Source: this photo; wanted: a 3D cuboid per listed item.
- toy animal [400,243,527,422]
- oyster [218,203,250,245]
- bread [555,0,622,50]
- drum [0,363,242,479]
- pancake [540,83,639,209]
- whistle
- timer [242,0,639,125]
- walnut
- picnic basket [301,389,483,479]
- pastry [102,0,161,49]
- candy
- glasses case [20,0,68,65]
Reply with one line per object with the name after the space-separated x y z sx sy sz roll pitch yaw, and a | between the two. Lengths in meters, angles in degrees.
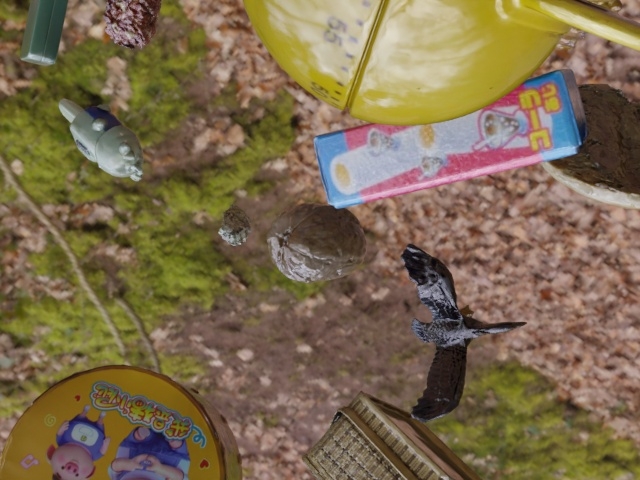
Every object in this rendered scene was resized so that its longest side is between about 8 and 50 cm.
0.224 0.130 1.348 0.160 0.197 0.273 16 -115 -83 | toy animal
-0.174 -0.037 1.760 0.037 0.100 0.098 -17 143 27 | oyster
0.319 -0.407 1.248 0.274 0.149 0.274 160 90 -77 | bread
-0.359 0.442 1.547 0.431 0.431 0.214 35 170 13 | drum
0.612 -0.192 1.683 0.382 0.382 0.071 34 140 22 | pancake
-0.401 -0.192 1.557 0.244 0.092 0.110 39 157 27 | whistle
0.127 -0.269 0.800 0.387 0.376 0.376 18 169 1 | timer
0.000 0.002 1.705 0.230 0.178 0.178 -1 -159 -43 | walnut
0.129 0.411 1.457 0.228 0.175 0.313 41 -179 31 | picnic basket
-0.379 -0.502 1.732 0.097 0.208 0.115 16 -159 8 | pastry
0.162 -0.125 1.037 0.157 0.305 0.100 -30 -75 -66 | candy
-0.385 -0.343 1.199 0.039 0.184 0.078 11 -177 -29 | glasses case
